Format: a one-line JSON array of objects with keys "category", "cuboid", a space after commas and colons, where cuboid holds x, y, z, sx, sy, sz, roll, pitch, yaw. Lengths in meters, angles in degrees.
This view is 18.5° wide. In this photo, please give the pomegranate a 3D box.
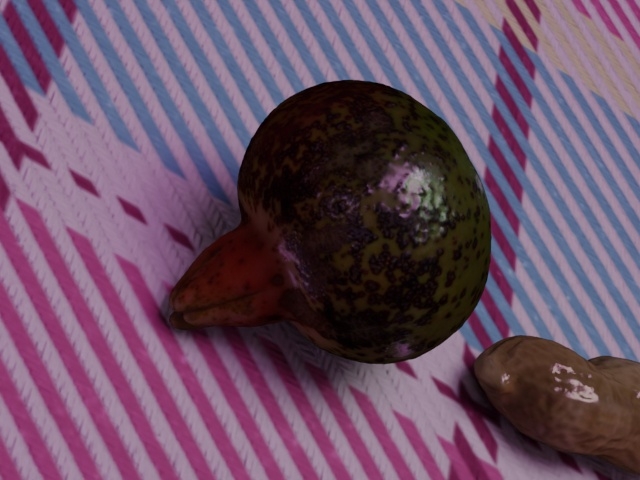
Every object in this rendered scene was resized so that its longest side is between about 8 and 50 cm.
[{"category": "pomegranate", "cuboid": [0.000, 0.000, 1.430, 0.248, 0.214, 0.214, -22, 72, -13]}]

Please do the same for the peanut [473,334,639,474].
[{"category": "peanut", "cuboid": [0.221, 0.132, 1.581, 0.228, 0.086, 0.104, 16, 23, -31]}]
